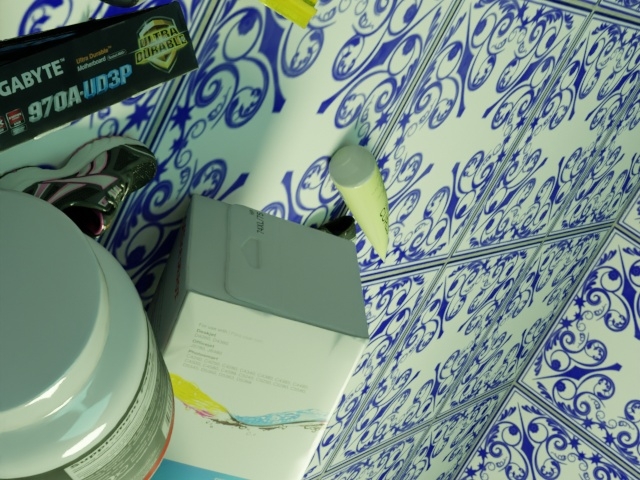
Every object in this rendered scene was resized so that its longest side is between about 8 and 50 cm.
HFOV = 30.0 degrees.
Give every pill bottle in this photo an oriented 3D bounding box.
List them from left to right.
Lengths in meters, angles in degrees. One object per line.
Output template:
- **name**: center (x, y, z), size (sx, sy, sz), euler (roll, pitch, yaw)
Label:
- **pill bottle**: center (-0.240, 0.105, 0.990), size (0.210, 0.210, 0.363), euler (-46, 165, -17)

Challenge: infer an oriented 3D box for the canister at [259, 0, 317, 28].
- **canister**: center (-0.014, -0.293, 1.094), size (0.170, 0.073, 0.126), euler (-58, 157, 8)

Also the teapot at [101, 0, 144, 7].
- **teapot**: center (-0.111, -0.294, 0.783), size (0.252, 0.187, 0.256), euler (-40, -172, 18)

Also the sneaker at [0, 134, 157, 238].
- **sneaker**: center (-0.210, -0.034, 1.082), size (0.178, 0.077, 0.072), euler (-30, 148, -44)

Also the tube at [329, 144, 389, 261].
- **tube**: center (0.066, -0.054, 1.604), size (0.070, 0.062, 0.240), euler (-48, 157, -8)

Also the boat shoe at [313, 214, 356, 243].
- **boat shoe**: center (0.000, 0.000, 1.584), size (0.142, 0.049, 0.040), euler (-24, 125, -52)

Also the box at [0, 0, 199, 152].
- **box**: center (-0.218, -0.102, 0.805), size (0.175, 0.220, 0.051), euler (-31, 112, -41)

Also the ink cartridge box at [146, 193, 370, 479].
- **ink cartridge box**: center (-0.092, 0.128, 1.296), size (0.198, 0.197, 0.270), euler (-96, -154, -59)

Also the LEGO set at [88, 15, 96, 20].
- **LEGO set**: center (-0.179, -0.169, 1.029), size (0.054, 0.023, 0.083), euler (-52, 144, -9)
